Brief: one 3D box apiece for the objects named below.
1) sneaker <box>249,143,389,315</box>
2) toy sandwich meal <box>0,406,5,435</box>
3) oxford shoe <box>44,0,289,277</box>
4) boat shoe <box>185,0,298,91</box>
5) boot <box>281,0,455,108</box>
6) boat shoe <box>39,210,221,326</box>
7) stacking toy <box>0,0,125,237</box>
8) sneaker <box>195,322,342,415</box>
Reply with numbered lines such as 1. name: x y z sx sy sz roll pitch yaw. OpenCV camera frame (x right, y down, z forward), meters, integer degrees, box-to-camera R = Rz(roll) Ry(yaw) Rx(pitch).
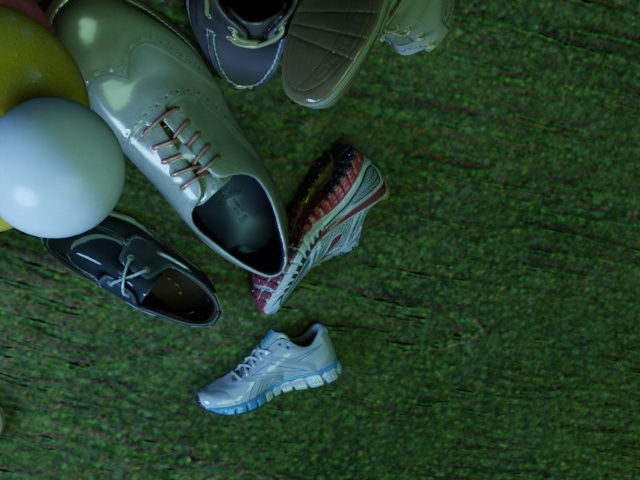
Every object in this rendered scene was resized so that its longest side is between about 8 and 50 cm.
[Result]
1. sneaker: 0.000 0.000 1.910 0.093 0.088 0.225 32 101 -33
2. toy sandwich meal: -0.411 0.212 1.892 0.086 0.029 0.085 -12 120 -21
3. oxford shoe: -0.147 -0.117 1.755 0.140 0.146 0.397 -41 123 2
4. boat shoe: -0.074 -0.260 1.677 0.117 0.096 0.324 -6 143 -11
5. boot: 0.060 -0.232 1.742 0.262 0.095 0.203 -70 155 -11
6. boat shoe: -0.212 0.031 1.848 0.233 0.079 0.084 30 104 -29
7. stacking toy: -0.328 -0.120 1.461 0.351 0.480 0.350 -14 114 -32
8. sneaker: -0.069 0.151 1.979 0.191 0.071 0.083 -20 115 -21
